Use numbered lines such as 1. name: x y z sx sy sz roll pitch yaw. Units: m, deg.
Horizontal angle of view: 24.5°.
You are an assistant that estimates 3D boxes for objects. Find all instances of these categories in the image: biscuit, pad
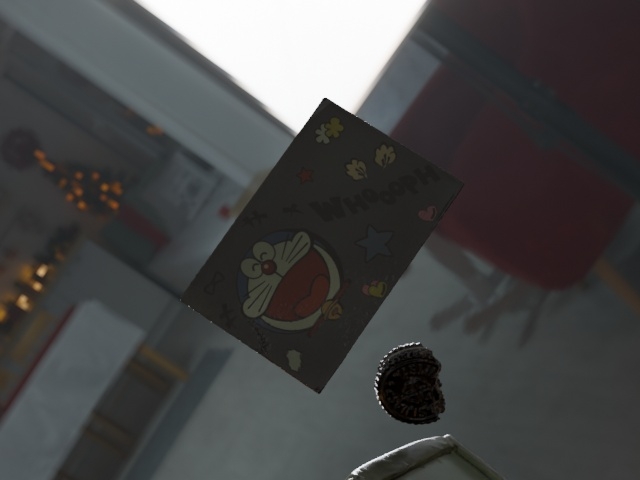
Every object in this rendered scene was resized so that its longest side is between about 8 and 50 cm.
1. biscuit: 0.098 0.149 1.513 0.087 0.089 0.027 -52 15 23
2. pad: 0.000 0.000 1.404 0.245 0.170 0.006 -55 -15 -8

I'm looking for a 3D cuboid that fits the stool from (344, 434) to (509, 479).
1. stool: 0.136 0.349 1.462 0.170 0.269 0.243 -60 -22 18
